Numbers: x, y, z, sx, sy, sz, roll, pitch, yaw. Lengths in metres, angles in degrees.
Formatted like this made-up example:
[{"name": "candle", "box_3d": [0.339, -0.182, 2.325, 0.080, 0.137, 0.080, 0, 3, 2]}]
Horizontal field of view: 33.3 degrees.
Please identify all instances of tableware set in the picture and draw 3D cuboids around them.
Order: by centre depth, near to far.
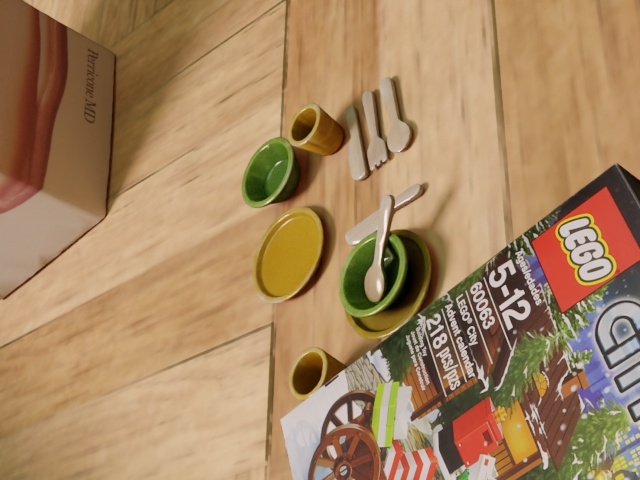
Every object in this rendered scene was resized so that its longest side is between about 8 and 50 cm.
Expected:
[{"name": "tableware set", "box_3d": [0.000, 0.000, 0.472, 0.104, 0.024, 0.154, -35, 46, 32]}]

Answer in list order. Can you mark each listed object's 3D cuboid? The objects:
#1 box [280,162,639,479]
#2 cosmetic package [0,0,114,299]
[{"name": "box", "box_3d": [0.075, 0.112, 0.302, 0.159, 0.044, 0.233, -41, 43, 26]}, {"name": "cosmetic package", "box_3d": [-0.280, -0.097, 0.634, 0.129, 0.296, 0.153, -32, 49, 33]}]
